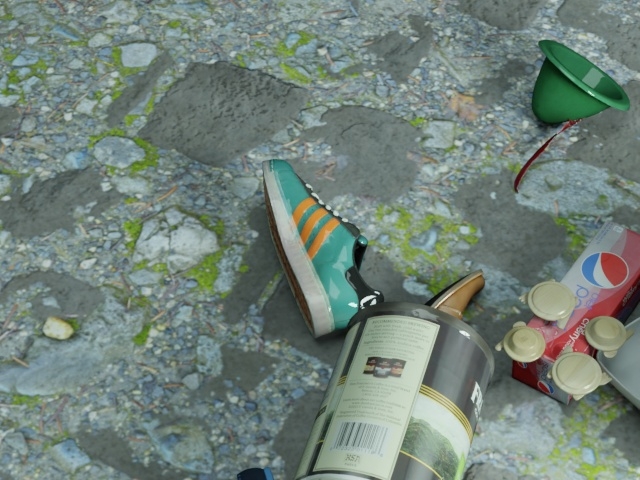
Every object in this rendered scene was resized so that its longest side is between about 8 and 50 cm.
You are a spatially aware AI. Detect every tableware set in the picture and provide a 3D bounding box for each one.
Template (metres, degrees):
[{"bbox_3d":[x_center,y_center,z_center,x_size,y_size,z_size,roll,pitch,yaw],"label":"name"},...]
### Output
[{"bbox_3d":[0.320,0.129,1.969,0.168,0.020,0.141,32,61,25],"label":"tableware set"}]

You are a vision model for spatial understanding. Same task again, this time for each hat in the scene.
[{"bbox_3d":[0.357,-0.194,2.346,0.173,0.183,0.208,48,25,27],"label":"hat"}]

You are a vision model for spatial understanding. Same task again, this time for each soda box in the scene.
[{"bbox_3d":[0.367,0.095,2.061,0.092,0.083,0.263,27,56,24],"label":"soda box"}]

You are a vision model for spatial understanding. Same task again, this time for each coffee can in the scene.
[{"bbox_3d":[0.089,0.245,1.878,0.201,0.201,0.275,12,52,14],"label":"coffee can"}]

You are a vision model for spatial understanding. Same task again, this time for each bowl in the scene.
[{"bbox_3d":[0.455,0.173,2.008,0.142,0.053,0.142,-32,55,-20],"label":"bowl"}]

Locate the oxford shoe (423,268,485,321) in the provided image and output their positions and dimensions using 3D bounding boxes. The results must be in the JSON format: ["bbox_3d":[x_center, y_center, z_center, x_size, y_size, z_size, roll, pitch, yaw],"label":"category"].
[{"bbox_3d":[0.167,0.117,2.081,0.076,0.076,0.212,48,60,1],"label":"oxford shoe"}]

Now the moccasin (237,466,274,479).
[{"bbox_3d":[-0.085,0.424,1.784,0.117,0.138,0.342,-10,49,1],"label":"moccasin"}]

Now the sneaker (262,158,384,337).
[{"bbox_3d":[0.000,0.000,2.161,0.121,0.108,0.302,-15,58,-10],"label":"sneaker"}]
